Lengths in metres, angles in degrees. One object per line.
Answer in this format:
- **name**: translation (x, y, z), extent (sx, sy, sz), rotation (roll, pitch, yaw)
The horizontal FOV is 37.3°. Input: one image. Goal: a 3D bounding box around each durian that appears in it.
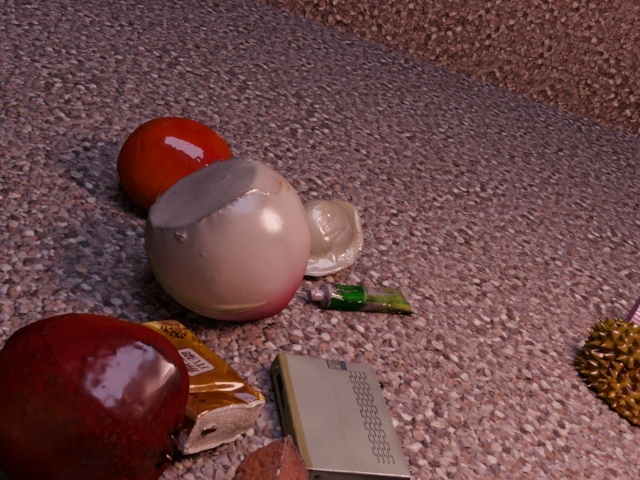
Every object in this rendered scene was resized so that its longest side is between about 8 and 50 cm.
- **durian**: translation (0.649, 0.265, 1.955), extent (0.260, 0.187, 0.153), rotation (26, 21, 32)

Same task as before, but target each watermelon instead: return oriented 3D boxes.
- **watermelon**: translation (-0.079, 0.384, 1.233), extent (0.139, 0.193, 0.257), rotation (0, 50, 18)

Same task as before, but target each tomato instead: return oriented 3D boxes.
- **tomato**: translation (-0.293, -0.156, 1.972), extent (0.259, 0.180, 0.260), rotation (24, 26, -12)

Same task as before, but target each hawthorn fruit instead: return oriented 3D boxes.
- **hawthorn fruit**: translation (-0.333, 0.222, 1.267), extent (0.307, 0.265, 0.265), rotation (19, 30, 0)

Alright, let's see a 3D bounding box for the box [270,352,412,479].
- **box**: translation (0.033, 0.301, 1.585), extent (0.210, 0.045, 0.270), rotation (10, 32, -21)

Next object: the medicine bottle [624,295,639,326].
- **medicine bottle**: translation (0.820, 0.228, 2.094), extent (0.290, 0.178, 0.178), rotation (30, 31, 14)

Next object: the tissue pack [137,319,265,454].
- **tissue pack**: translation (-0.221, 0.225, 1.481), extent (0.226, 0.092, 0.183), rotation (35, 21, 26)

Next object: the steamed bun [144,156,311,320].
- **steamed bun**: translation (-0.149, 0.025, 1.717), extent (0.309, 0.309, 0.309), rotation (17, 30, -10)

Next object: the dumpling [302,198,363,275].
- **dumpling**: translation (0.004, -0.002, 1.983), extent (0.215, 0.126, 0.166), rotation (-12, 60, -48)

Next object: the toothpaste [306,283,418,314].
- **toothpaste**: translation (0.084, 0.116, 1.920), extent (0.248, 0.047, 0.078), rotation (6, 36, -30)
